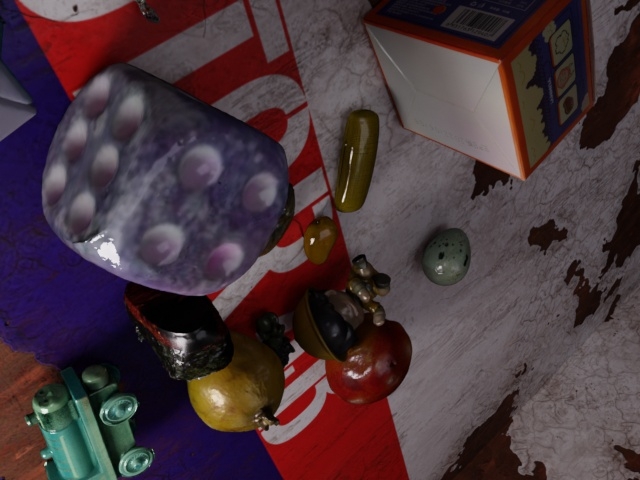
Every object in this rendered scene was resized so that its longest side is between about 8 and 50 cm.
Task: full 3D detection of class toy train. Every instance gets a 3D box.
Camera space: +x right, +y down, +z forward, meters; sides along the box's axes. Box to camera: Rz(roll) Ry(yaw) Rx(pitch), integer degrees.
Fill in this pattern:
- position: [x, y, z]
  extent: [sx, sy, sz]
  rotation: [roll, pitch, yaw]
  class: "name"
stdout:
- position: [-0.434, 0.365, 1.221]
  extent: [0.194, 0.120, 0.298]
  rotation: [-23, 130, -27]
  class: "toy train"

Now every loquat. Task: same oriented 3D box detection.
- position: [-0.166, 0.302, 1.343]
  extent: [0.214, 0.246, 0.213]
  rotation: [-24, 133, -28]
  class: "loquat"

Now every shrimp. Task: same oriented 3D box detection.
- position: [-0.122, -0.088, 1.280]
  extent: [0.169, 0.058, 0.296]
  rotation: [-42, 142, -27]
  class: "shrimp"

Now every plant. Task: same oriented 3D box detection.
- position: [-0.108, 0.231, 1.484]
  extent: [0.085, 0.087, 0.174]
  rotation: [-66, 153, -50]
  class: "plant"

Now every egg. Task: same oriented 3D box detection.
- position: [0.344, 0.043, 1.766]
  extent: [0.131, 0.131, 0.164]
  rotation: [22, 86, -49]
  class: "egg"

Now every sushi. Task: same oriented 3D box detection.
- position: [-0.252, 0.146, 1.167]
  extent: [0.136, 0.225, 0.126]
  rotation: [-36, 137, -24]
  class: "sushi"

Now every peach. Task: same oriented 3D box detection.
- position: [0.122, 0.303, 1.638]
  extent: [0.200, 0.243, 0.243]
  rotation: [35, 89, -8]
  class: "peach"

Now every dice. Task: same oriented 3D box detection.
- position: [-0.234, -0.090, 0.992]
  extent: [0.271, 0.270, 0.270]
  rotation: [21, 100, -49]
  class: "dice"

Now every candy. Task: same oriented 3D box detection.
- position: [-0.276, -0.390, 0.925]
  extent: [0.043, 0.045, 0.175]
  rotation: [-36, 136, -7]
  class: "candy"

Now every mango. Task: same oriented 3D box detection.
- position: [0.000, 0.000, 1.447]
  extent: [0.080, 0.060, 0.114]
  rotation: [-17, 130, -33]
  class: "mango"

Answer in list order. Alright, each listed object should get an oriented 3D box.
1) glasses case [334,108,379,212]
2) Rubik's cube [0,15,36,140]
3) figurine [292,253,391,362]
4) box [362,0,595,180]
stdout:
- position: [0.080, -0.169, 1.412]
  extent: [0.079, 0.064, 0.234]
  rotation: [-10, 124, -32]
  class: "glasses case"
- position: [-0.500, -0.185, 0.618]
  extent: [0.368, 0.358, 0.387]
  rotation: [-41, 149, -15]
  class: "Rubik's cube"
- position: [0.049, 0.161, 1.519]
  extent: [0.257, 0.167, 0.192]
  rotation: [-44, 112, -12]
  class: "figurine"
- position: [0.325, -0.361, 1.306]
  extent: [0.257, 0.349, 0.318]
  rotation: [-46, 138, -12]
  class: "box"
